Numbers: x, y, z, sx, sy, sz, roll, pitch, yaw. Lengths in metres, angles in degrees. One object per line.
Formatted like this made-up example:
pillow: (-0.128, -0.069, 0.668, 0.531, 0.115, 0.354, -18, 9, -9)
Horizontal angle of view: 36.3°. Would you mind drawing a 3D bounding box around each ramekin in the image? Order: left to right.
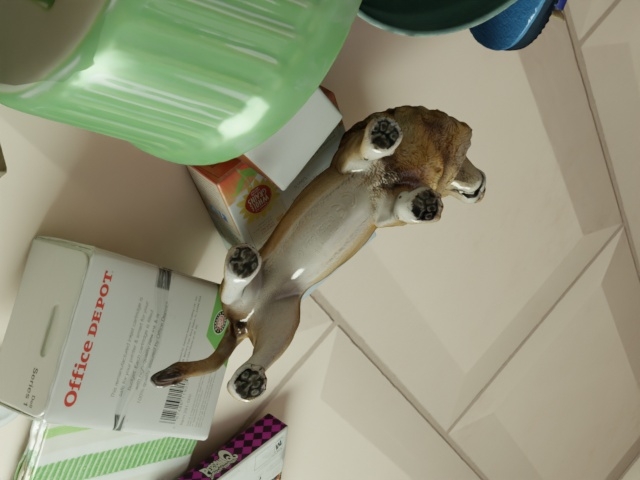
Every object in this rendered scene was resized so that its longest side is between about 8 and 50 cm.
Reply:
ramekin: (-0.120, -0.208, 0.631, 0.148, 0.303, 0.303, 6, 114, -45)

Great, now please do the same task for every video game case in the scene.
video game case: (-0.140, 0.358, 1.249, 0.232, 0.042, 0.210, -31, 141, -43)

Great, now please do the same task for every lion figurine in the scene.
lion figurine: (0.000, 0.000, 0.948, 0.392, 0.142, 0.240, -37, -176, -4)

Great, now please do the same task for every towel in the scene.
towel: (-0.243, 0.258, 1.097, 0.248, 0.038, 0.324, -1, 117, -49)

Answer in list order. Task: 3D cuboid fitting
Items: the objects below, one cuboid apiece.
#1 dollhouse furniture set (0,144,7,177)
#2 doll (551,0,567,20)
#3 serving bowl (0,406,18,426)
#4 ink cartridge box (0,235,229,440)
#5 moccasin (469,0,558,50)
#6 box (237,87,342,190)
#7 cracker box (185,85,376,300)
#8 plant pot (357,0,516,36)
dollhouse furniture set: (-0.365, -0.104, 0.490, 0.198, 0.286, 0.303, -28, 164, 36)
doll: (0.306, -0.364, 1.179, 0.129, 0.046, 0.189, 0, 119, -48)
serving bowl: (-0.313, 0.152, 0.939, 0.083, 0.027, 0.083, -28, 137, -29)
ink cartridge box: (-0.189, 0.098, 0.941, 0.219, 0.093, 0.160, 23, 80, -52)
moccasin: (0.243, -0.351, 0.965, 0.117, 0.138, 0.342, -17, 133, -41)
box: (-0.083, -0.142, 0.865, 0.091, 0.130, 0.170, -52, 143, -3)
cracker box: (-0.036, -0.043, 1.049, 0.156, 0.067, 0.232, -41, 141, -18)
plant pot: (0.060, -0.338, 0.790, 0.293, 0.196, 0.293, -20, 130, -25)
